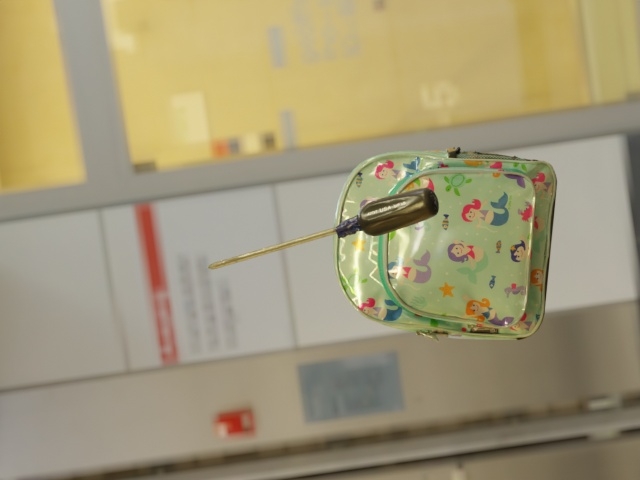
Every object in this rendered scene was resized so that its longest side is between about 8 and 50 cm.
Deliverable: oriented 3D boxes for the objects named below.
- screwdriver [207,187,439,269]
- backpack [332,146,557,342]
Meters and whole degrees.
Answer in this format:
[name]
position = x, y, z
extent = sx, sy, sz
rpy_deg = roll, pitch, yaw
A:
[screwdriver]
position = 0.000, 0.000, 1.252
extent = 0.024, 0.170, 0.025
rpy_deg = -29, -84, -63
[backpack]
position = 0.138, 0.003, 2.253
extent = 0.191, 0.253, 0.225
rpy_deg = -1, -83, -83
